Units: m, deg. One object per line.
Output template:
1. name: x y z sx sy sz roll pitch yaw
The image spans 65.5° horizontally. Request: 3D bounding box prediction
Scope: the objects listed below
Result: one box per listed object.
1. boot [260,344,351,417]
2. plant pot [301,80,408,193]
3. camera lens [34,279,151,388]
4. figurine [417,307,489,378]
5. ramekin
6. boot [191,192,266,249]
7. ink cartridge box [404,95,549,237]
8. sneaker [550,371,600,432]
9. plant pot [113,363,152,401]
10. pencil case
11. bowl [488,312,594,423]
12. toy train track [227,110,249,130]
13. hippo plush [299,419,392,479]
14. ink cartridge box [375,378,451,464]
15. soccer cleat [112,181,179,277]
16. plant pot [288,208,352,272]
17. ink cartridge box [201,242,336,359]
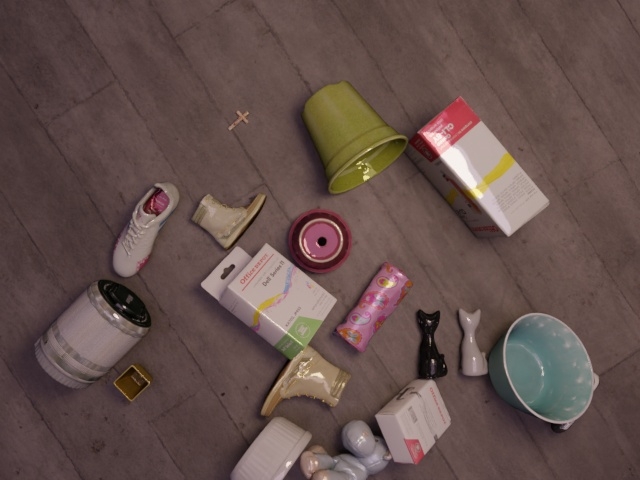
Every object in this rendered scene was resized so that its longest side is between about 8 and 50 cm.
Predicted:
1. boot: -0.047 0.475 1.549 0.203 0.095 0.262 34 86 -2
2. plant pot: 0.078 -0.321 1.485 0.276 0.276 0.254 -31 79 -1
3. camera lens: -0.662 0.270 1.473 0.219 0.219 0.274 45 89 -1
4. figurine: 0.411 0.317 1.562 0.214 0.092 0.210 -3 86 -2
5. ramekin: -0.152 0.647 1.467 0.127 0.273 0.273 36 89 11
6. boot: -0.285 -0.099 1.554 0.165 0.077 0.213 39 92 1
7. ink cartridge box: 0.440 -0.197 1.464 0.160 0.279 0.385 -41 90 0
8. sneaker: 0.763 0.480 1.573 0.132 0.086 0.229 39 79 4
9. plant pot: -0.571 0.431 1.542 0.081 0.083 0.081 -44 91 0
10. pencil case: 0.164 0.206 1.541 0.124 0.124 0.284 37 90 -1
11. bowl: 0.634 0.388 1.494 0.311 0.163 0.312 7 66 -16
12. toy train track: -0.261 -0.381 1.587 0.083 0.014 0.048 -41 98 5
13. hippo plush: 0.105 0.679 1.472 0.236 0.234 0.294 -40 94 -3
14. ink cartridge box: 0.282 0.537 1.494 0.217 0.092 0.159 -23 90 -44
15. soccer cleat: -0.549 -0.038 1.515 0.116 0.143 0.331 30 90 -1
16. plant pot: 0.000 0.000 1.506 0.201 0.180 0.202 0 89 -1
17. ink cartridge box: -0.154 0.157 1.488 0.353 0.119 0.207 38 52 -1
